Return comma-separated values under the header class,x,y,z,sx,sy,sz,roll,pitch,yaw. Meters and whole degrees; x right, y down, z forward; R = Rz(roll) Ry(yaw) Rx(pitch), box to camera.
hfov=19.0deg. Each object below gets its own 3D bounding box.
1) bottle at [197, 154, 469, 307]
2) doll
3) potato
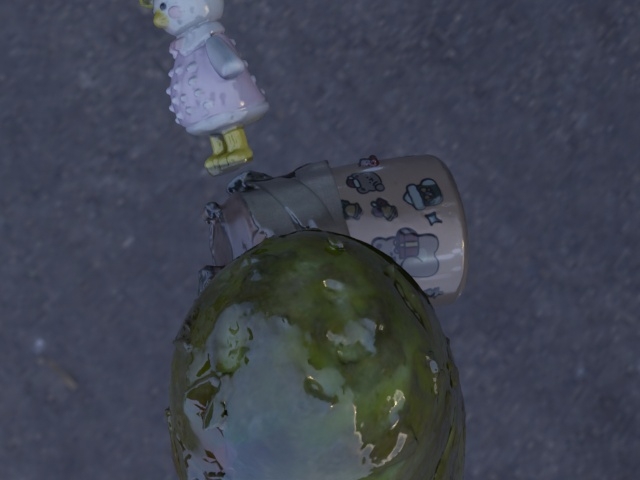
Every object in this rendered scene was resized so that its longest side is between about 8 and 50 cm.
class,x,y,z,sx,sy,sz,roll,pitch,yaw
bottle,0.000,0.000,1.093,0.152,0.099,0.099,-7,127,-14
doll,-0.100,-0.159,1.628,0.129,0.081,0.207,-10,99,68
potato,0.001,0.102,1.005,0.141,0.176,0.298,25,155,20
